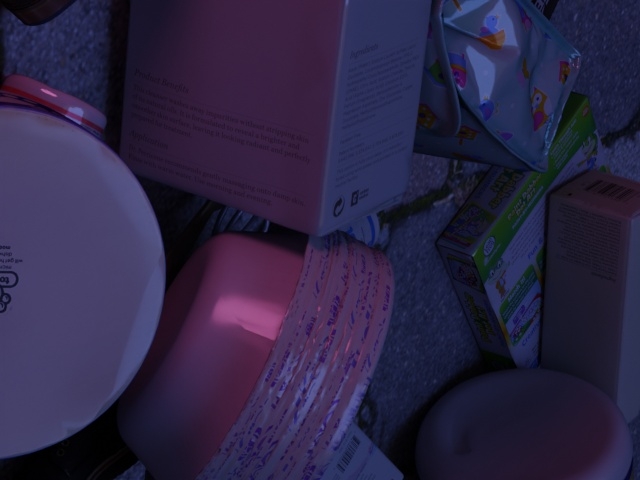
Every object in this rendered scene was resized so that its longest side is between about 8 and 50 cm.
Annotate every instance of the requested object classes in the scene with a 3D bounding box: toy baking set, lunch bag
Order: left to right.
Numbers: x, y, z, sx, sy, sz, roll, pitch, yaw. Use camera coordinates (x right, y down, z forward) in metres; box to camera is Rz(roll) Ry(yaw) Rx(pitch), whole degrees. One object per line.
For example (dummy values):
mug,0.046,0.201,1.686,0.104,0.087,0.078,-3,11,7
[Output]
toy baking set,-0.111,0.050,1.806,0.196,0.030,0.256,-35,132,-37
lunch bag,0.078,-0.170,1.790,0.262,0.223,0.160,29,76,-54

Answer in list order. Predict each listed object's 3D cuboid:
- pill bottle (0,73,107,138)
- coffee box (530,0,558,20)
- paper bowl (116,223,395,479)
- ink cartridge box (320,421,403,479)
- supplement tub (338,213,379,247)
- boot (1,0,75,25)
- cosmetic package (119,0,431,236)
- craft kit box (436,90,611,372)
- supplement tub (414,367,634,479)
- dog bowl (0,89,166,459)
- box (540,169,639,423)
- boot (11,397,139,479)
pill bottle,-0.237,-0.042,1.548,0.087,0.087,0.160,29,83,-55
coffee box,0.131,-0.319,1.879,0.297,0.119,0.168,37,76,-54
paper bowl,-0.068,0.106,1.664,0.148,0.284,0.284,28,81,-12
ink cartridge box,-0.002,0.249,2.017,0.127,0.072,0.175,-59,144,-16
supplement tub,0.000,0.000,1.901,0.107,0.071,0.071,-37,133,-39
boot,-0.181,-0.268,1.487,0.219,0.082,0.106,-47,135,4
cosmetic package,-0.029,-0.222,1.608,0.156,0.217,0.385,-25,130,-55
craft kit box,0.247,-0.002,2.249,0.250,0.061,0.247,-52,144,-24
supplement tub,0.239,0.338,2.239,0.241,0.241,0.331,-39,135,-36
dog bowl,-0.251,0.024,1.447,0.264,0.104,0.265,-4,101,-22
box,0.322,0.069,2.243,0.094,0.113,0.275,-29,130,-44
boot,-0.229,0.159,1.681,0.198,0.076,0.137,-45,135,-51
